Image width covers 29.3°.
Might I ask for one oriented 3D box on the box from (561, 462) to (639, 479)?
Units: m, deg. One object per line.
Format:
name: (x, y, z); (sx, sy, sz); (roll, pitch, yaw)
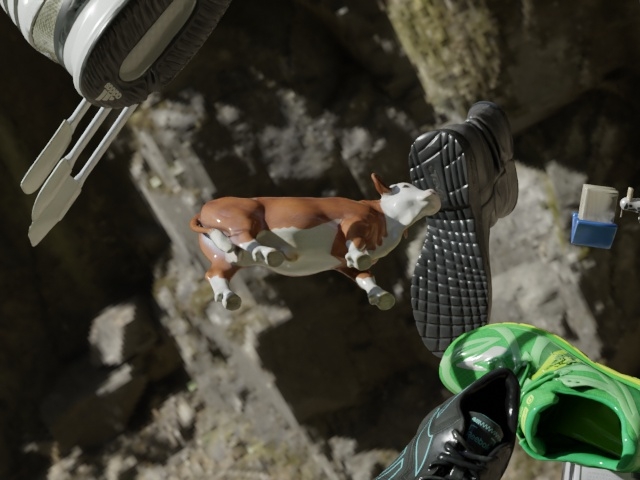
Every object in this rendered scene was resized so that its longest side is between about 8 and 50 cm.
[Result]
box: (0.348, 0.334, 1.350); (0.169, 0.087, 0.290); (9, 62, 5)

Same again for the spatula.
spatula: (-0.249, -0.117, 1.315); (0.242, 0.019, 0.168); (-61, -8, -25)

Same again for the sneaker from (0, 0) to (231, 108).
sneaker: (-0.132, -0.356, 1.099); (0.447, 0.257, 0.169); (-47, -22, -5)

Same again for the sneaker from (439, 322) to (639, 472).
sneaker: (0.238, 0.163, 1.295); (0.295, 0.109, 0.123); (18, 15, 42)

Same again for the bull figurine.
bull figurine: (0.000, 0.000, 1.476); (0.310, 0.101, 0.188); (-4, 29, -6)

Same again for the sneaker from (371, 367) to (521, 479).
sneaker: (0.103, 0.206, 1.074); (0.267, 0.101, 0.106); (-52, -5, -49)

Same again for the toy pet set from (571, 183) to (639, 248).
toy pet set: (0.331, -0.019, 1.311); (0.114, 0.065, 0.122); (8, 10, 6)

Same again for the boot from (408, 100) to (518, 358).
boot: (0.223, -0.016, 1.737); (0.118, 0.338, 0.223); (8, 18, 28)
